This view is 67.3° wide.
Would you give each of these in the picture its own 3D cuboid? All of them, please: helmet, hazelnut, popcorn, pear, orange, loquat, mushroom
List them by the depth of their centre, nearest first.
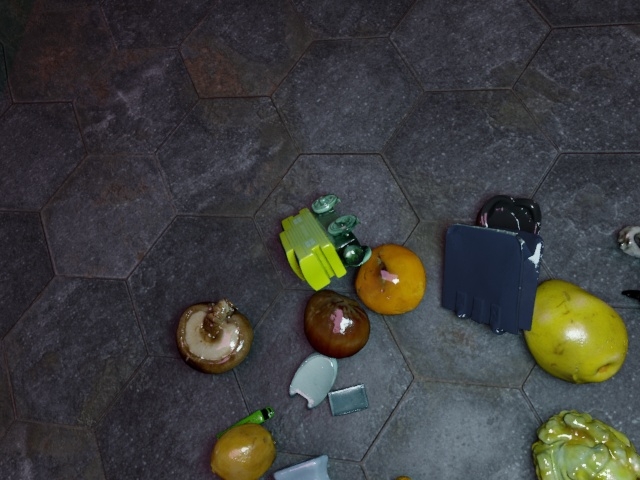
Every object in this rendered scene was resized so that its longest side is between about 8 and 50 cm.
[{"bbox_3d":[0.761,0.644,1.343,0.279,0.274,0.335,-38,69,-1],"label":"popcorn"},{"bbox_3d":[0.774,0.276,1.490,0.285,0.285,0.336,-6,26,9],"label":"pear"},{"bbox_3d":[-0.244,0.694,1.565,0.234,0.187,0.176,-11,63,-26],"label":"loquat"},{"bbox_3d":[0.236,0.131,1.633,0.246,0.246,0.246,-3,71,10],"label":"orange"},{"bbox_3d":[0.047,0.276,1.637,0.217,0.217,0.251,-44,49,-5],"label":"hazelnut"},{"bbox_3d":[0.638,-0.051,1.643,0.216,0.193,0.189,44,73,7],"label":"helmet"},{"bbox_3d":[-0.380,0.339,1.732,0.297,0.163,0.278,27,87,18],"label":"mushroom"}]

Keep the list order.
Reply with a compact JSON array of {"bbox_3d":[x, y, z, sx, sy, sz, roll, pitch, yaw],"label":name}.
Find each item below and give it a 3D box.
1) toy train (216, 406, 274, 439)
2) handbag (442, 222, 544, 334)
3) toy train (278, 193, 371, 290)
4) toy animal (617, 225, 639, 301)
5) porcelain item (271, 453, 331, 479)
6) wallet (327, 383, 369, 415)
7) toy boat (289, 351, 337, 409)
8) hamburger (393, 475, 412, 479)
[{"bbox_3d":[-0.260,0.641,1.665,0.209,0.042,0.044,-31,69,0],"label":"toy train"},{"bbox_3d":[0.537,0.116,1.530,0.122,0.303,0.329,-4,101,-32],"label":"handbag"},{"bbox_3d":[0.000,0.000,1.674,0.272,0.179,0.442,-30,26,-1],"label":"toy train"},{"bbox_3d":[1.086,0.118,1.507,0.302,0.194,0.344,12,71,9],"label":"toy animal"},{"bbox_3d":[-0.005,0.885,1.461,0.242,0.178,0.405,-20,71,3],"label":"porcelain item"},{"bbox_3d":[0.095,0.541,1.628,0.129,0.026,0.088,-13,88,-3],"label":"wallet"},{"bbox_3d":[-0.018,0.477,1.667,0.134,0.079,0.208,30,90,17],"label":"toy boat"},{"bbox_3d":[0.247,0.828,1.400,0.170,0.246,0.246,38,82,6],"label":"hamburger"}]
